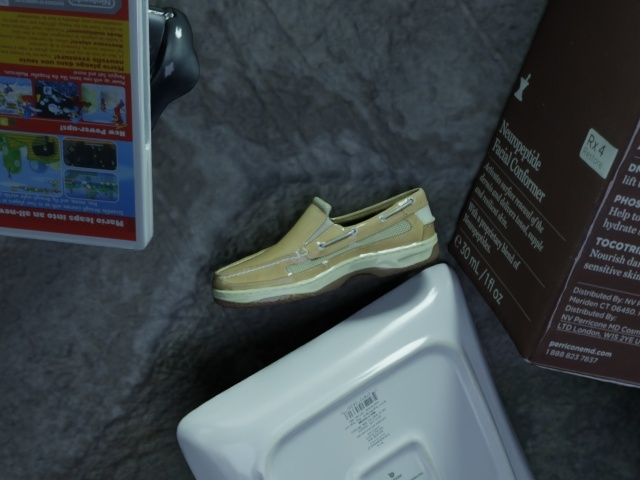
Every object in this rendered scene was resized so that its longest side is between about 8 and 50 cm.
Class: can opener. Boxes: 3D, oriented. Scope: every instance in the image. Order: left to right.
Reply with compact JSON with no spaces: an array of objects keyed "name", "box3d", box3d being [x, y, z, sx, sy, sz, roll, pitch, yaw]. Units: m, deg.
[{"name":"can opener","box3d":[-0.143,-0.087,0.915,0.073,0.059,0.186,15,115,-25]}]

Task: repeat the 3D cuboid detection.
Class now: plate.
[{"name":"plate","box3d":[0.055,0.200,1.034,0.277,0.045,0.278,-30,108,-20]}]

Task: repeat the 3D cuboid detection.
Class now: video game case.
[{"name":"video game case","box3d":[-0.216,-0.135,0.851,0.204,0.025,0.285,6,116,7]}]

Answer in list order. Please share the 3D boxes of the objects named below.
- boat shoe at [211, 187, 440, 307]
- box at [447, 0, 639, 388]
[{"name":"boat shoe","box3d":[0.000,0.000,0.998,0.190,0.068,0.072,-16,107,-17]},{"name":"box","box3d":[0.244,-0.101,0.930,0.143,0.191,0.381,14,111,-20]}]
